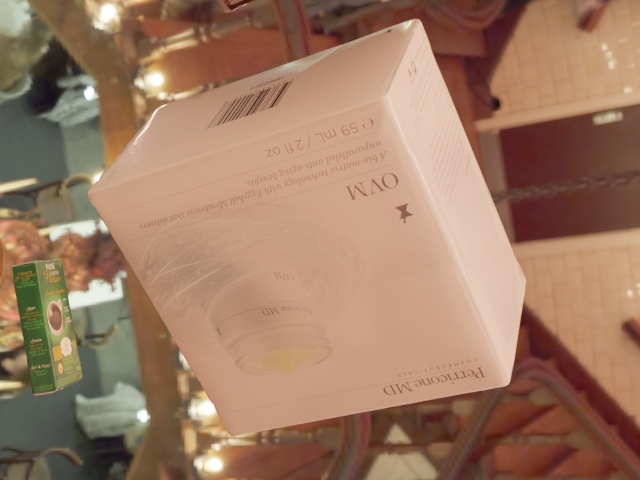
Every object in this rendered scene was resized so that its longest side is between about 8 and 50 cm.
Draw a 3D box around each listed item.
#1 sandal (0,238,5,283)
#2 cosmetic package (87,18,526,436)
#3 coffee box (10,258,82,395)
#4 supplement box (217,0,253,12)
[{"bbox_3d":[-0.372,-0.017,1.003,0.180,0.049,0.072,45,61,-22],"label":"sandal"},{"bbox_3d":[0.000,0.000,0.752,0.225,0.224,0.138,62,27,-25],"label":"cosmetic package"},{"bbox_3d":[-0.389,0.120,1.511,0.113,0.040,0.184,-19,99,-83],"label":"coffee box"},{"bbox_3d":[0.003,-0.249,0.768,0.130,0.239,0.073,-45,111,-22],"label":"supplement box"}]
